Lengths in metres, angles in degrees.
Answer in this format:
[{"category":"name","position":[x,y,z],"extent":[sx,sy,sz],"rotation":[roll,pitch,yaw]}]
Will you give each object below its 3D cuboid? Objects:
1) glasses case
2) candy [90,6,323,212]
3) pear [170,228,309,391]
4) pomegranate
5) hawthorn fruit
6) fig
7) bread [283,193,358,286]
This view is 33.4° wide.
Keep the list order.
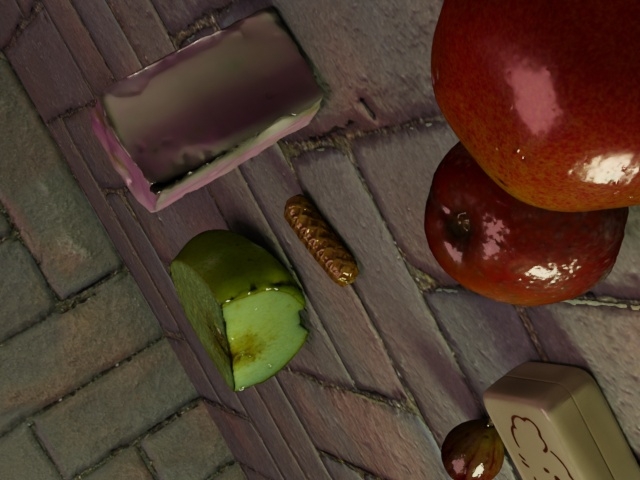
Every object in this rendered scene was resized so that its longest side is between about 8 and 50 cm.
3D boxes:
[{"category":"glasses case","position":[0.312,0.300,1.217],"extent":[0.337,0.076,0.144],"rotation":[61,160,-8]},{"category":"candy","position":[-0.140,-0.166,1.335],"extent":[0.156,0.265,0.116],"rotation":[56,164,5]},{"category":"pear","position":[-0.154,0.096,1.910],"extent":[0.292,0.159,0.292],"rotation":[47,154,32]},{"category":"pomegranate","position":[0.182,-0.116,0.732],"extent":[0.221,0.220,0.257],"rotation":[50,161,22]},{"category":"hawthorn fruit","position":[0.175,-0.027,0.921],"extent":[0.173,0.172,0.173],"rotation":[48,158,27]},{"category":"fig","position":[0.215,0.267,1.424],"extent":[0.089,0.088,0.125],"rotation":[48,131,27]},{"category":"bread","position":[0.000,0.000,1.564],"extent":[0.157,0.044,0.052],"rotation":[53,153,12]}]
